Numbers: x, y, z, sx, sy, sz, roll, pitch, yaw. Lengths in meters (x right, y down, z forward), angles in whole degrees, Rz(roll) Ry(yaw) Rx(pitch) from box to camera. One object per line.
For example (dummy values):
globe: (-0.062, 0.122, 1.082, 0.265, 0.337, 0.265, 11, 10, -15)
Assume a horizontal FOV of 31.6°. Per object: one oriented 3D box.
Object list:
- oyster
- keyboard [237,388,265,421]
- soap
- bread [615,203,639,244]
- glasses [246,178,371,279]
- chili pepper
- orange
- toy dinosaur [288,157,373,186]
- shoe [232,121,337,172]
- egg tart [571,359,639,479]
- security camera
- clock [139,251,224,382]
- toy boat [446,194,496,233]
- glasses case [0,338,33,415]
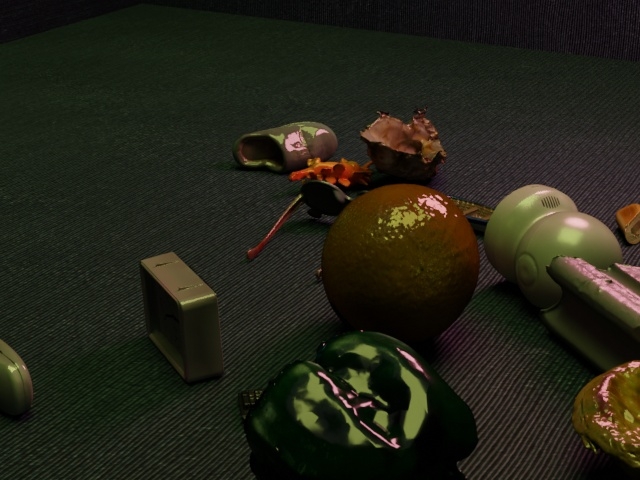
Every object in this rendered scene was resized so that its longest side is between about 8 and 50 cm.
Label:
oyster: (0.205, -0.225, 2.612, 0.198, 0.133, 0.337, 38, 27, 7)
keyboard: (-0.008, 0.238, 1.691, 0.230, 0.025, 0.094, -4, 21, -9)
soap: (0.538, 0.119, 1.794, 0.257, 0.159, 0.302, -12, 28, -18)
bread: (0.636, -0.033, 2.282, 0.062, 0.049, 0.103, -26, 22, 12)
glasses: (0.000, 0.000, 2.236, 0.234, 0.118, 0.268, 17, 48, 31)
chili pepper: (0.056, 0.254, 1.420, 0.248, 0.233, 0.256, -35, 47, -29)
orange: (0.130, 0.039, 1.855, 0.274, 0.274, 0.274, 0, 23, 0)
toy dinosaur: (0.058, -0.152, 2.544, 0.288, 0.070, 0.117, -9, 17, -33)
shoe: (-0.081, -0.212, 2.651, 0.251, 0.103, 0.100, -7, 23, -3)
egg tart: (0.484, 0.263, 1.518, 0.294, 0.116, 0.295, -1, 25, 1)
security camera: (0.423, 0.025, 1.987, 0.194, 0.195, 0.236, -12, 29, -25)
clock: (-0.225, 0.120, 1.809, 0.063, 0.150, 0.197, -14, 27, -25)
toy boat: (0.330, -0.046, 2.323, 0.080, 0.046, 0.229, -19, 30, -39)
glasses case: (-0.508, 0.190, 1.722, 0.059, 0.092, 0.233, -18, 30, -40)
